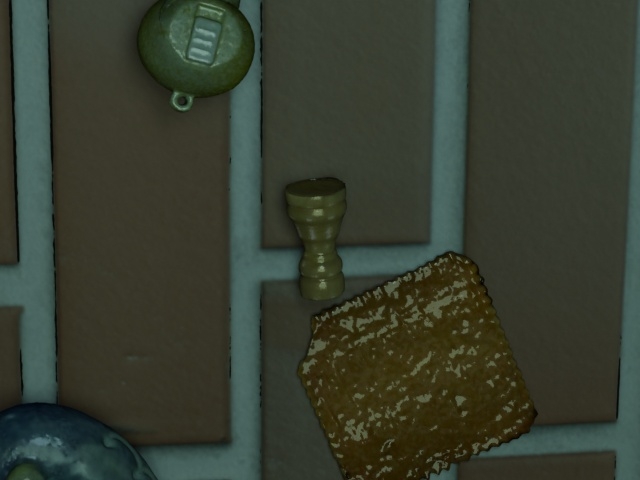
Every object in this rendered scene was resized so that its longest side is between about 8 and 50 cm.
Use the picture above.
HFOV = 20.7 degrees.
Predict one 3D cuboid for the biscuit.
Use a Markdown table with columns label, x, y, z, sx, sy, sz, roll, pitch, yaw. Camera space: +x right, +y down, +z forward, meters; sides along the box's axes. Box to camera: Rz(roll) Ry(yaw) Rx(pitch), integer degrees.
| label | x | y | z | sx | sy | sz | roll | pitch | yaw |
| --- | --- | --- | --- | --- | --- | --- | --- | --- | --- |
| biscuit | 0.102 | 0.154 | 1.934 | 0.232 | 0.013 | 0.237 | -25 | 105 | -3 |

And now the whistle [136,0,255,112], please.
| label | x | y | z | sx | sy | sz | roll | pitch | yaw |
| --- | --- | --- | --- | --- | --- | --- | --- | --- | --- |
| whistle | -0.118 | -0.234 | 1.770 | 0.123 | 0.123 | 0.223 | 15 | 79 | -13 |

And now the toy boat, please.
| label | x | y | z | sx | sy | sz | roll | pitch | yaw |
| --- | --- | --- | --- | --- | --- | --- | --- | --- | --- |
| toy boat | -0.259 | 0.325 | 1.856 | 0.215 | 0.123 | 0.330 | -23 | 107 | -2 |

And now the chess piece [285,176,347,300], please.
| label | x | y | z | sx | sy | sz | roll | pitch | yaw |
| --- | --- | --- | --- | --- | --- | --- | --- | --- | --- |
| chess piece | 0.000 | 0.000 | 1.856 | 0.066 | 0.066 | 0.122 | -9 | 109 | -8 |
